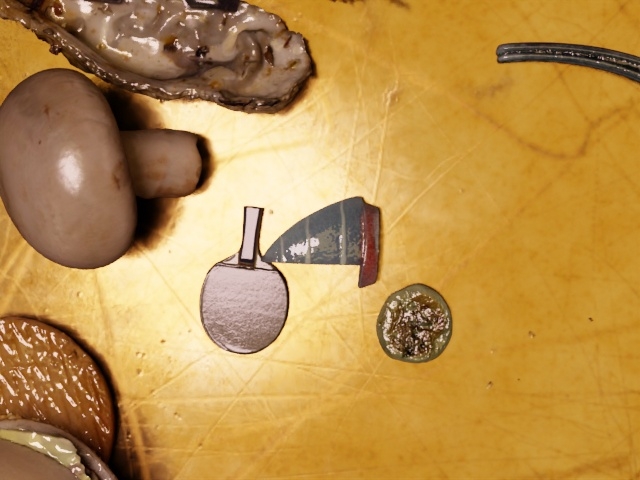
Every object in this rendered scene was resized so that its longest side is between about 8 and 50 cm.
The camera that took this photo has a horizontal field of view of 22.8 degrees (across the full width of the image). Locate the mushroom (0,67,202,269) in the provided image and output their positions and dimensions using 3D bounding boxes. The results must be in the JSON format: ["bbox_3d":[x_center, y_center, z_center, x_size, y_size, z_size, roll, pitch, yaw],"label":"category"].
[{"bbox_3d":[-0.230,-0.075,1.591,0.209,0.206,0.206,-11,91,6],"label":"mushroom"}]

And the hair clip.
[{"bbox_3d":[0.315,-0.165,1.619,0.275,0.048,0.083,20,96,9],"label":"hair clip"}]

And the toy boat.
[{"bbox_3d":[-0.001,0.000,1.647,0.122,0.034,0.096,2,86,-1],"label":"toy boat"}]

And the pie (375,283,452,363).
[{"bbox_3d":[0.098,0.087,1.656,0.085,0.017,0.085,0,92,5],"label":"pie"}]

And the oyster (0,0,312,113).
[{"bbox_3d":[-0.176,-0.210,1.647,0.345,0.078,0.128,14,73,6],"label":"oyster"}]

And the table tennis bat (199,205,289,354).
[{"bbox_3d":[-0.078,0.043,1.672,0.095,0.014,0.158,7,95,6],"label":"table tennis bat"}]

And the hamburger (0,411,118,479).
[{"bbox_3d":[-0.325,0.321,1.606,0.302,0.170,0.302,4,108,12],"label":"hamburger"}]

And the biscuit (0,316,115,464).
[{"bbox_3d":[-0.290,0.179,1.685,0.145,0.033,0.224,-18,95,6],"label":"biscuit"}]
